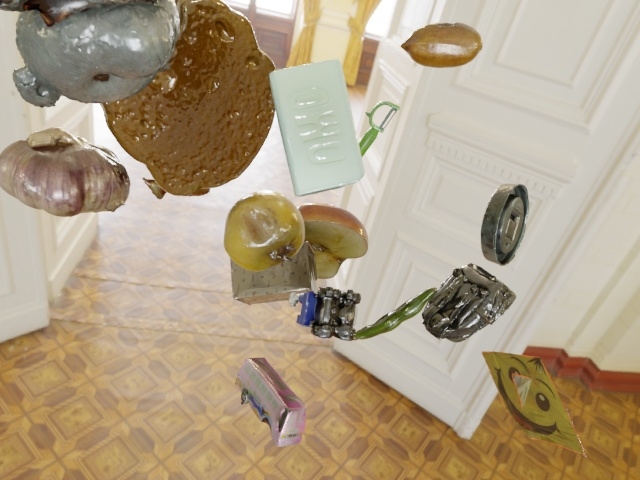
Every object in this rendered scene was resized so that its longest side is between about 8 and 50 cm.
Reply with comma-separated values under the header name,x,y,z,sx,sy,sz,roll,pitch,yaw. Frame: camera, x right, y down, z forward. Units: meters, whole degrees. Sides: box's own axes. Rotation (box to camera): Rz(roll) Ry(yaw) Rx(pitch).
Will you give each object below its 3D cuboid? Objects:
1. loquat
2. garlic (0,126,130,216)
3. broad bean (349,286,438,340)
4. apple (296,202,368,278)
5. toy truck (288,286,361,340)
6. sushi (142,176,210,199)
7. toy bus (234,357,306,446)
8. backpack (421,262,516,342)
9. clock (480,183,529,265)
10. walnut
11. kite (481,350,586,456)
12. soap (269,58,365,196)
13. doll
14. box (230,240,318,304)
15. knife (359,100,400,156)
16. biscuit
name,x,y,z,sx,sy,sz,roll,pitch,yaw
loquat,-0.142,-0.023,1.114,0.213,0.212,0.213,11,31,-7
garlic,-0.508,-0.143,0.892,0.245,0.160,0.245,9,12,-2
broad bean,0.191,0.208,1.178,0.043,0.298,0.060,48,25,-13
apple,0.000,0.000,1.897,0.365,0.328,0.295,27,1,-22
toy truck,0.015,0.227,1.427,0.213,0.160,0.177,16,-10,-40
sushi,-0.335,-0.248,1.167,0.197,0.343,0.181,27,31,-25
toy bus,-0.143,0.443,1.245,0.090,0.112,0.274,9,15,-40
backpack,0.412,0.183,1.284,0.133,0.258,0.206,45,2,-32
clock,0.614,-0.053,1.474,0.056,0.280,0.281,17,25,40
walnut,0.310,-0.501,1.142,0.208,0.115,0.115,-1,31,5
kite,0.590,0.434,1.256,0.013,0.327,0.377,-20,38,-18
soap,-0.006,-0.179,0.727,0.119,0.197,0.066,-13,4,-2
doll,-0.208,-0.241,0.410,0.246,0.340,0.158,-33,89,-29
box,-0.166,0.132,1.703,0.298,0.225,0.190,-9,75,5
knife,0.093,-0.218,0.940,0.054,0.212,0.015,22,56,-10
biscuit,-0.244,-0.267,0.833,0.074,0.358,0.381,36,4,41
